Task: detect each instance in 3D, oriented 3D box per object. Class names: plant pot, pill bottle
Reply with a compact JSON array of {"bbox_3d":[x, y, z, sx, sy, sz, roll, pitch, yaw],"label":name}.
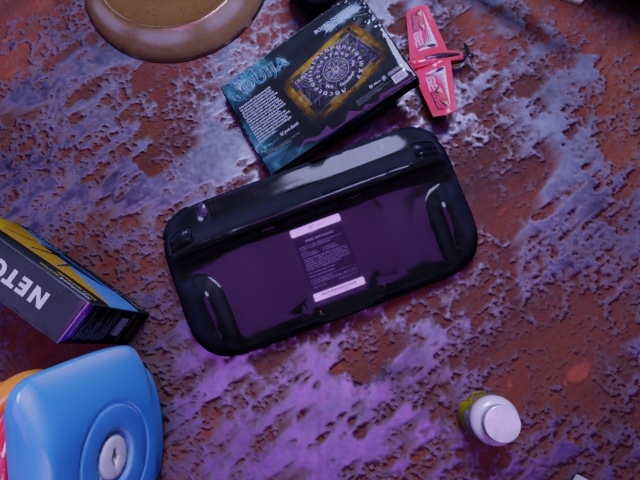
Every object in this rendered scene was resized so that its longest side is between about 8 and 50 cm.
[{"bbox_3d":[-0.182,-0.332,0.621,0.236,0.032,0.236,-1,78,4],"label":"plant pot"},{"bbox_3d":[0.155,0.163,0.465,0.043,0.083,0.043,-1,77,2],"label":"pill bottle"}]

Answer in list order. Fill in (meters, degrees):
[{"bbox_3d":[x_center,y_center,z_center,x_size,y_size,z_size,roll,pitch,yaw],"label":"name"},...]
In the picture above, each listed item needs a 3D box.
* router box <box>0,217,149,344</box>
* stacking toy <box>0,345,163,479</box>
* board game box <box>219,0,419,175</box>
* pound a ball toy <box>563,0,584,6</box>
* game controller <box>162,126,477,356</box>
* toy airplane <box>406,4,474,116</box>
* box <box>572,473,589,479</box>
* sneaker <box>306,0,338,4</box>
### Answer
[{"bbox_3d":[-0.271,0.035,0.491,0.179,0.133,0.046,32,82,9],"label":"router box"},{"bbox_3d":[-0.316,0.197,0.462,0.302,0.166,0.175,-6,88,13],"label":"stacking toy"},{"bbox_3d":[-0.005,-0.169,0.557,0.186,0.026,0.126,-32,77,9],"label":"board game box"},{"bbox_3d":[0.308,-0.339,0.565,0.319,0.136,0.208,31,106,9],"label":"pound a ball toy"},{"bbox_3d":[0.000,0.000,0.531,0.319,0.067,0.166,-20,91,-1],"label":"game controller"},{"bbox_3d":[0.100,-0.194,0.576,0.151,0.028,0.151,-1,71,4],"label":"toy airplane"},{"bbox_3d":[0.272,0.311,0.421,0.170,0.091,0.130,37,82,9],"label":"box"},{"bbox_3d":[0.015,-0.385,0.600,0.099,0.153,0.282,7,48,7],"label":"sneaker"}]
